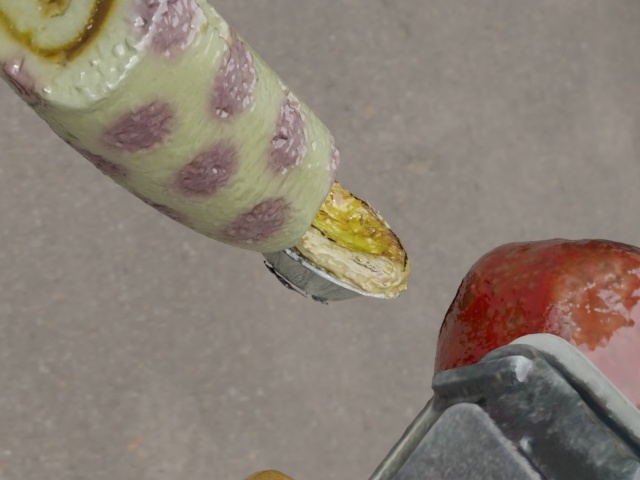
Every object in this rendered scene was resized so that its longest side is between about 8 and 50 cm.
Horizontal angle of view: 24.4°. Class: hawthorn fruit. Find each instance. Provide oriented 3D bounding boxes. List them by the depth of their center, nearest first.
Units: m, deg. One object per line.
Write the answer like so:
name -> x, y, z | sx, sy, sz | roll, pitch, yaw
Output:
hawthorn fruit -> 0.189, 0.118, 1.116 | 0.215, 0.215, 0.250 | 37, 46, -43

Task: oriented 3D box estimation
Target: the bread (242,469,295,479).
bread -> 0.009, 0.266, 1.199 | 0.200, 0.077, 0.116 | 33, 19, 8

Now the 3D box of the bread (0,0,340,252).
bread -> -0.129, -0.116, 1.191 | 0.155, 0.187, 0.338 | -56, 149, -3

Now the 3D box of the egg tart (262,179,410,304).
egg tart -> 0.000, 0.000, 1.716 | 0.234, 0.094, 0.234 | 30, 22, -13

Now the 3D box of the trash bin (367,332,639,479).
trash bin -> 0.168, 0.259, 0.785 | 0.367, 0.256, 0.296 | 29, 102, -37
